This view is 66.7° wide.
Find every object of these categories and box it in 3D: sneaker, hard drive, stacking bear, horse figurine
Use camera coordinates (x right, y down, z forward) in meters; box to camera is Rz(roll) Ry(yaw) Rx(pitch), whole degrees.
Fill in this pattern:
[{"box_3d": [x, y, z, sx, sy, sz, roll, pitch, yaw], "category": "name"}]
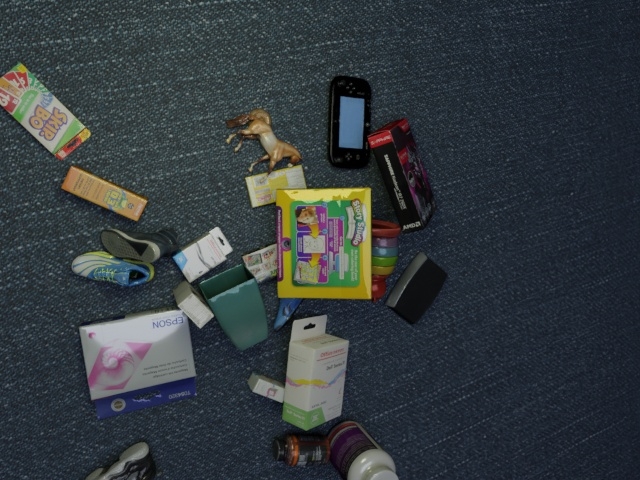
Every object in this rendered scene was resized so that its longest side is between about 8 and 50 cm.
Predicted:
[{"box_3d": [-0.647, 0.792, 1.568, 0.268, 0.101, 0.153, -33, 104, -16], "category": "sneaker"}, {"box_3d": [-0.117, 0.224, 1.729, 0.082, 0.069, 0.209, 34, 90, 7], "category": "sneaker"}, {"box_3d": [0.383, 0.192, 1.908, 0.172, 0.054, 0.255, 38, 83, -20], "category": "hard drive"}, {"box_3d": [-0.555, 0.003, 1.527, 0.226, 0.163, 0.086, 17, 111, 18], "category": "sneaker"}, {"box_3d": [0.198, 0.079, 1.780, 0.164, 0.175, 0.289, 3, 104, -13], "category": "stacking bear"}, {"box_3d": [-0.197, -0.321, 1.618, 0.174, 0.066, 0.263, -40, 106, -4], "category": "horse figurine"}, {"box_3d": [-0.630, 0.087, 1.482, 0.239, 0.126, 0.091, 5, 94, -21], "category": "sneaker"}]

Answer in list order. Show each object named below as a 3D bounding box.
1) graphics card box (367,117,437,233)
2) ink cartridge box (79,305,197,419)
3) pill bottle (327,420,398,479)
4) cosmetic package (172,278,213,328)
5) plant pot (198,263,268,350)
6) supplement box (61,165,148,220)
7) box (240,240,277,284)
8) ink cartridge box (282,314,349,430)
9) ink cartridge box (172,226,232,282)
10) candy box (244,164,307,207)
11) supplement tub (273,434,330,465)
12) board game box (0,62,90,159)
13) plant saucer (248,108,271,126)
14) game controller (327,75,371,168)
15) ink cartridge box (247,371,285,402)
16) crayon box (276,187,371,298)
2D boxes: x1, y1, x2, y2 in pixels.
[{"box_3d": [0.302, -0.235, 1.744, 0.233, 0.094, 0.371, -44, 116, -57], "category": "graphics card box"}, {"box_3d": [-0.576, 0.397, 1.570, 0.323, 0.071, 0.331, -9, 98, -20], "category": "ink cartridge box"}, {"box_3d": [0.149, 0.799, 1.747, 0.181, 0.323, 0.182, -2, 97, -20], "category": "pill bottle"}, {"box_3d": [-0.400, 0.192, 1.519, 0.060, 0.239, 0.099, -41, 108, -12], "category": "cosmetic package"}, {"box_3d": [-0.274, 0.232, 1.619, 0.165, 0.165, 0.235, -25, 113, -16], "category": "plant pot"}, {"box_3d": [-0.649, -0.142, 1.476, 0.233, 0.080, 0.078, 25, 89, -23], "category": "supplement box"}, {"box_3d": [-0.162, 0.068, 1.701, 0.206, 0.036, 0.114, -21, 103, -17], "category": "box"}, {"box_3d": [-0.011, 0.455, 1.717, 0.207, 0.119, 0.354, 0, 97, -51], "category": "ink cartridge box"}, {"box_3d": [-0.384, 0.044, 1.603, 0.180, 0.060, 0.104, -34, 106, -14], "category": "ink cartridge box"}, {"box_3d": [-0.151, -0.189, 1.681, 0.205, 0.027, 0.105, -15, 102, -18], "category": "candy box"}, {"box_3d": [-0.070, 0.767, 1.779, 0.197, 0.106, 0.106, 9, 93, -21], "category": "supplement tub"}, {"box_3d": [-0.812, -0.370, 1.414, 0.124, 0.039, 0.259, -45, 111, -9], "category": "board game box"}, {"box_3d": [-0.204, -0.404, 1.643, 0.083, 0.015, 0.084, -2, 97, -20], "category": "plant saucer"}, {"box_3d": [0.104, -0.417, 1.729, 0.166, 0.067, 0.320, -1, 97, -20], "category": "game controller"}, {"box_3d": [-0.186, 0.517, 1.716, 0.122, 0.088, 0.052, 30, 83, -21], "category": "ink cartridge box"}, {"box_3d": [0.015, 0.007, 1.623, 0.312, 0.106, 0.364, 0, 95, 5], "category": "crayon box"}]
